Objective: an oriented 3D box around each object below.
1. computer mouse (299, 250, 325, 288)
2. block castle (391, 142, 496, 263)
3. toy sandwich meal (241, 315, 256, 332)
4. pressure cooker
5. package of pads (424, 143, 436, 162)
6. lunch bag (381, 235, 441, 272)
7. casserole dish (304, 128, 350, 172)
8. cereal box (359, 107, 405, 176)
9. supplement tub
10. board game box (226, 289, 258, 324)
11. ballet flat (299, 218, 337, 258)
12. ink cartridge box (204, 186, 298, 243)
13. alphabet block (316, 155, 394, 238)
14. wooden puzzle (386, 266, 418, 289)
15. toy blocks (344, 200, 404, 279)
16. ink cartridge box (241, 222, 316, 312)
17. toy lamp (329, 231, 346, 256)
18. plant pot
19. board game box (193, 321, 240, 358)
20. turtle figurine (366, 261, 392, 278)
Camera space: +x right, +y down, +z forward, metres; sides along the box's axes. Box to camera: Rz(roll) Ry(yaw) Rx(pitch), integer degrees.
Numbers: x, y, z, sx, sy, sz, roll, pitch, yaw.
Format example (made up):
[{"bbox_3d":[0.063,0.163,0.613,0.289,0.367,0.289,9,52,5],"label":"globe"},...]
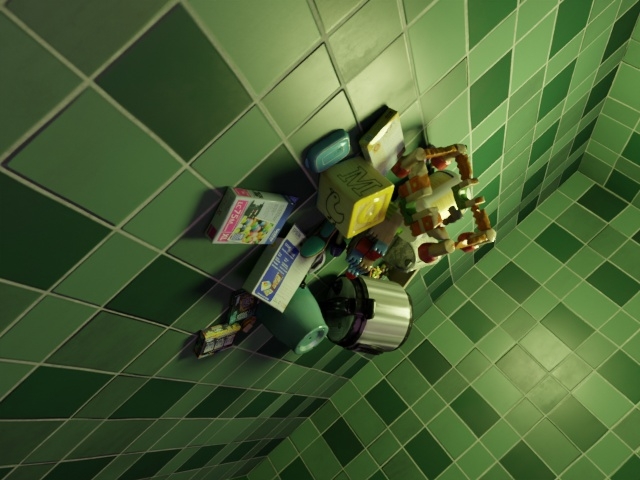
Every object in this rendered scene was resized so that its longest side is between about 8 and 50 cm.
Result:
[{"bbox_3d":[-0.029,0.122,1.835,0.193,0.042,0.106,-53,-169,13],"label":"computer mouse"},{"bbox_3d":[0.481,-0.152,1.704,0.303,0.453,0.213,-14,174,-24],"label":"block castle"},{"bbox_3d":[-0.319,0.372,1.865,0.085,0.029,0.086,-30,148,-21],"label":"toy sandwich meal"},{"bbox_3d":[0.197,0.354,2.083,0.420,0.375,0.370,14,121,-25],"label":"pressure cooker"},{"bbox_3d":[0.471,-0.377,1.836,0.083,0.032,0.050,-42,148,-2],"label":"package of pads"},{"bbox_3d":[0.450,0.033,2.118,0.305,0.256,0.213,-6,134,-46],"label":"lunch bag"},{"bbox_3d":[0.033,-0.296,1.413,0.188,0.037,0.114,-36,150,-14],"label":"casserole dish"},{"bbox_3d":[0.236,-0.349,1.556,0.173,0.047,0.240,-49,151,-8],"label":"cereal box"},{"bbox_3d":[0.499,-0.159,1.943,0.331,0.241,0.241,-31,149,-19],"label":"supplement tub"},{"bbox_3d":[-0.318,0.264,1.730,0.126,0.026,0.186,-16,142,-38],"label":"board game box"},{"bbox_3d":[0.000,0.000,1.682,0.232,0.080,0.073,-46,169,-25],"label":"ballet flat"},{"bbox_3d":[-0.209,-0.073,1.391,0.311,0.065,0.186,-1,131,-52],"label":"ink cartridge box"},{"bbox_3d":[0.121,-0.161,1.530,0.193,0.197,0.192,-27,146,-26],"label":"alphabet block"},{"bbox_3d":[0.471,0.161,2.352,0.044,0.239,0.221,27,107,-23],"label":"wooden puzzle"},{"bbox_3d":[0.194,0.021,1.744,0.261,0.190,0.381,-59,-175,-21],"label":"toy blocks"},{"bbox_3d":[-0.148,0.110,1.665,0.307,0.072,0.303,-60,152,-12],"label":"ink cartridge box"},{"bbox_3d":[0.095,-0.041,1.779,0.080,0.080,0.275,-19,143,-36],"label":"toy lamp"},{"bbox_3d":[-0.108,0.352,1.866,0.271,0.255,0.272,-30,147,-21],"label":"plant pot"},{"bbox_3d":[-0.436,0.415,1.764,0.170,0.048,0.141,-9,134,-44],"label":"board game box"},{"bbox_3d":[0.300,0.214,2.347,0.217,0.087,0.270,-30,140,-35],"label":"turtle figurine"}]
